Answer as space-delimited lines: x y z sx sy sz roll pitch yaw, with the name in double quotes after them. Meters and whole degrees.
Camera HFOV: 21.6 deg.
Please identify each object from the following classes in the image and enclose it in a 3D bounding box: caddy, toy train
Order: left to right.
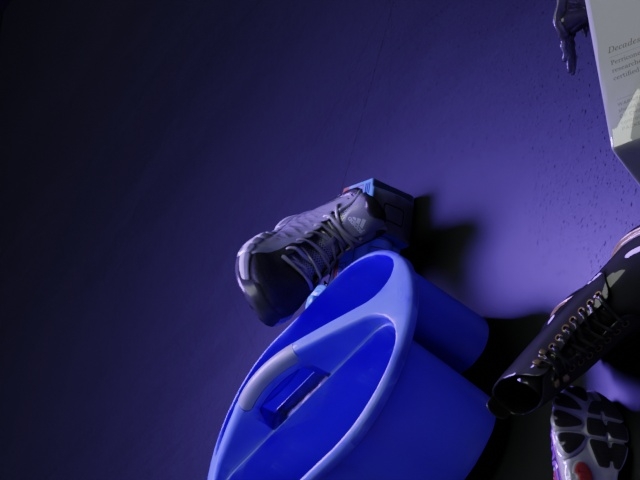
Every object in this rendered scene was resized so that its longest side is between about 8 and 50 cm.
0.014 0.165 1.623 0.341 0.179 0.241 -47 24 31 "caddy"
0.042 0.024 1.837 0.105 0.080 0.184 -22 53 51 "toy train"

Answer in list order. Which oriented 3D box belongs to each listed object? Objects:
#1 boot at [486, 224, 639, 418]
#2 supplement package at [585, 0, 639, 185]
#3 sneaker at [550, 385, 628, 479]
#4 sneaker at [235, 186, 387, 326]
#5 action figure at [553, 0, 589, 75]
0.224 0.071 1.357 0.137 0.077 0.198 -39 -11 -39 "boot"
0.285 -0.174 1.146 0.175 0.177 0.293 -18 60 23 "supplement package"
0.210 0.198 1.384 0.071 0.068 0.170 122 159 -52 "sneaker"
0.000 0.000 1.712 0.132 0.086 0.229 -30 12 22 "sneaker"
0.331 -0.203 1.340 0.275 0.141 0.164 -9 24 21 "action figure"
